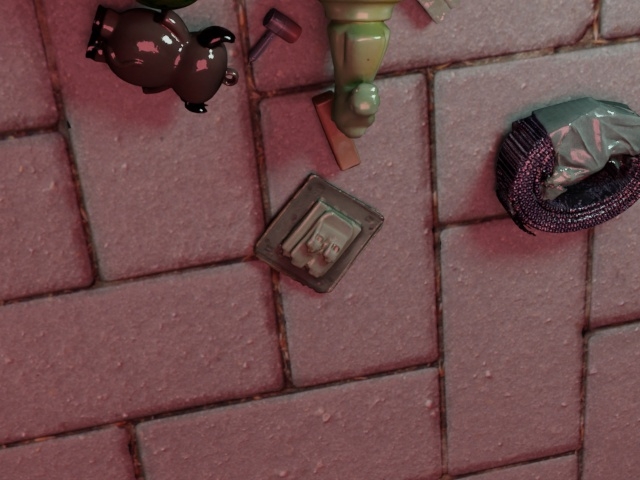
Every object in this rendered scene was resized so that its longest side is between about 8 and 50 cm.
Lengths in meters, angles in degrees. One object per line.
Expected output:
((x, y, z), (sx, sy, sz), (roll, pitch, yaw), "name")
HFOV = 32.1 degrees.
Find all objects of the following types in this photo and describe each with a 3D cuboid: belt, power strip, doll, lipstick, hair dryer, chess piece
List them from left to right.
((-0.263, -0.313, 1.883), (0.257, 0.117, 0.182), (11, 136, -15), "doll")
((-0.091, -0.348, 1.958), (0.063, 0.037, 0.114), (32, 114, -27), "hair dryer")
((0.000, 0.000, 2.148), (0.198, 0.064, 0.213), (28, 107, -27), "power strip")
((0.030, -0.203, 2.056), (0.045, 0.045, 0.145), (-24, 121, -2), "lipstick")
((0.063, -0.319, 1.901), (0.176, 0.176, 0.298), (-3, 107, -12), "chess piece")
((0.502, -0.146, 2.159), (0.325, 0.122, 0.260), (-16, 125, -6), "belt")

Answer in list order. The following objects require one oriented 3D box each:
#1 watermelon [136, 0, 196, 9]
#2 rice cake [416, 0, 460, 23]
((-0.256, -0.473, 1.763), (0.188, 0.188, 0.214), (-38, 100, 8), "watermelon")
((0.177, -0.490, 1.940), (0.211, 0.038, 0.124), (38, 104, -27), "rice cake")
